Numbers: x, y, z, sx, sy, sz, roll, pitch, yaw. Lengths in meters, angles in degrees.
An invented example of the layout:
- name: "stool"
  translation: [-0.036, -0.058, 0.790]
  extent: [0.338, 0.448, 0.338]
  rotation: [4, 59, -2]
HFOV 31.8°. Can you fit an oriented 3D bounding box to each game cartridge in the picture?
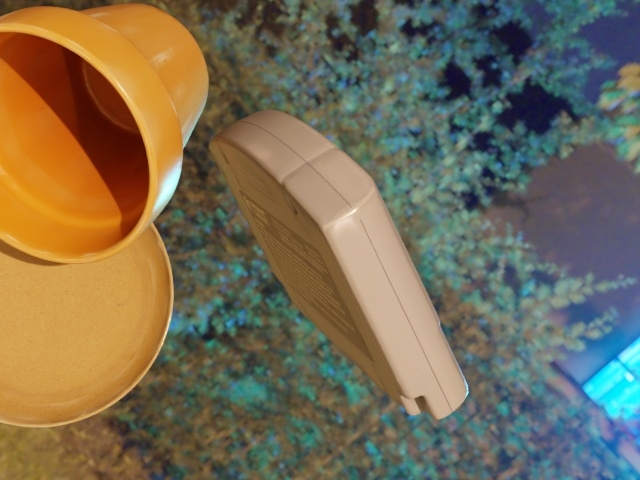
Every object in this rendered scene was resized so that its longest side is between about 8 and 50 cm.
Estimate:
- name: "game cartridge"
  translation: [0.000, 0.000, 0.847]
  extent: [0.196, 0.060, 0.294]
  rotation: [59, -9, -24]

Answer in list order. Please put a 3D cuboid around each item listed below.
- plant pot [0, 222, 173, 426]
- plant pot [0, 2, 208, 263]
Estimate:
- name: "plant pot"
  translation: [-0.251, 0.050, 1.023]
  extent: [0.236, 0.236, 0.032]
  rotation: [50, -7, 4]
- name: "plant pot"
  translation: [-0.190, -0.113, 0.953]
  extent: [0.205, 0.205, 0.188]
  rotation: [50, 34, -11]
